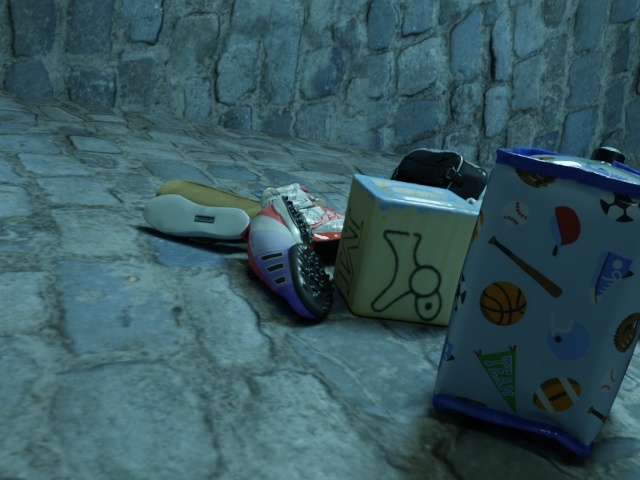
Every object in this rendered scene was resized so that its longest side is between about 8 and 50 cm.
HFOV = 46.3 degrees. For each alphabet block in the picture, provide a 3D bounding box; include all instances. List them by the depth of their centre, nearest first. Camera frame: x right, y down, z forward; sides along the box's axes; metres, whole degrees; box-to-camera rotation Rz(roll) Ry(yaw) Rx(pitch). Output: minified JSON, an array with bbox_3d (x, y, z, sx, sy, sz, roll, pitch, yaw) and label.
[{"bbox_3d":[0.142,0.013,1.263,0.192,0.197,0.193,9,14,-11],"label":"alphabet block"}]

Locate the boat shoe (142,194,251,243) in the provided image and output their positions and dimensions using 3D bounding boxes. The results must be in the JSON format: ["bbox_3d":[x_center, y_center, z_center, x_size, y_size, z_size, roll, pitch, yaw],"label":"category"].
[{"bbox_3d":[-0.231,-0.030,1.419,0.219,0.078,0.070,12,-21,15],"label":"boat shoe"}]

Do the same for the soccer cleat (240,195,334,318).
[{"bbox_3d":[-0.062,0.041,1.235,0.109,0.116,0.318,51,10,-32],"label":"soccer cleat"}]

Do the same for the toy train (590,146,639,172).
[{"bbox_3d":[0.464,0.008,1.308,0.142,0.334,0.190,20,2,39],"label":"toy train"}]

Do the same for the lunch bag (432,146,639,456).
[{"bbox_3d":[0.321,0.049,0.993,0.238,0.328,0.385,19,12,17],"label":"lunch bag"}]

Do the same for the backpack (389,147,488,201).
[{"bbox_3d":[0.263,-0.098,1.757,0.191,0.225,0.253,29,-2,-34],"label":"backpack"}]

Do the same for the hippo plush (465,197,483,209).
[{"bbox_3d":[0.416,-0.050,1.584,0.236,0.235,0.294,7,-1,13],"label":"hippo plush"}]

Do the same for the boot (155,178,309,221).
[{"bbox_3d":[-0.177,-0.079,1.605,0.269,0.089,0.236,16,14,23],"label":"boot"}]

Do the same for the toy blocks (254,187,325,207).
[{"bbox_3d":[-0.078,-0.095,1.807,0.123,0.054,0.148,-2,19,-41],"label":"toy blocks"}]

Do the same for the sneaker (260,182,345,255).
[{"bbox_3d":[0.007,-0.044,1.475,0.269,0.090,0.145,-2,59,-35],"label":"sneaker"}]
